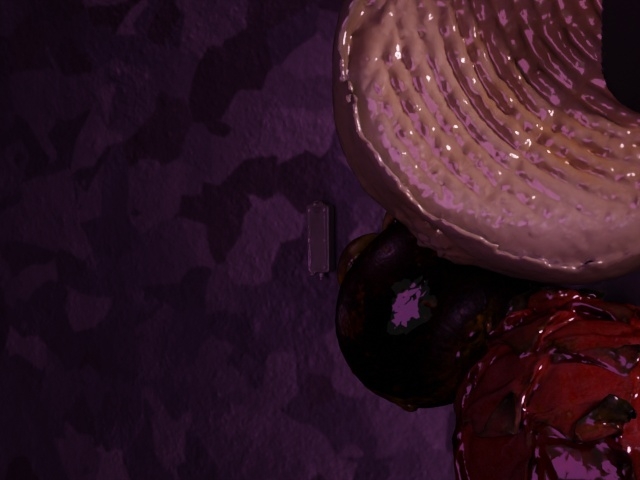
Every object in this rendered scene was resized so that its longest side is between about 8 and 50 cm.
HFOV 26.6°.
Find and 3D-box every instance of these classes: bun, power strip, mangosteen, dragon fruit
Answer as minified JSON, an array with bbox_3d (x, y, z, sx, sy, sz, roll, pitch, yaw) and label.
[{"bbox_3d":[0.186,-0.130,1.186,0.364,0.202,0.364,0,78,-2],"label":"bun"},{"bbox_3d":[0.000,0.000,1.417,0.027,0.017,0.083,0,92,29],"label":"power strip"},{"bbox_3d":[0.091,0.050,1.288,0.217,0.192,0.192,45,113,45],"label":"mangosteen"},{"bbox_3d":[0.217,0.173,1.122,0.244,0.299,0.244,0,124,-1],"label":"dragon fruit"}]

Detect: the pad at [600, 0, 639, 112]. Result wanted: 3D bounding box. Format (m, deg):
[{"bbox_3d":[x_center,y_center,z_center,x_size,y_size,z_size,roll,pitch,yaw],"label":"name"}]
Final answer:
[{"bbox_3d":[0.402,-0.201,1.090,0.375,0.063,0.315,-2,102,-3],"label":"pad"}]
